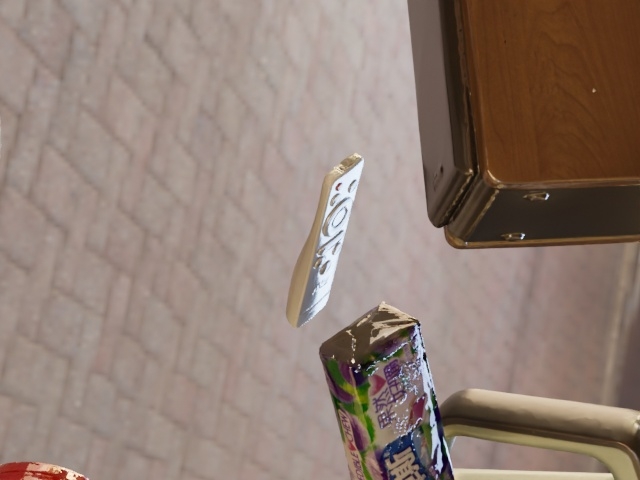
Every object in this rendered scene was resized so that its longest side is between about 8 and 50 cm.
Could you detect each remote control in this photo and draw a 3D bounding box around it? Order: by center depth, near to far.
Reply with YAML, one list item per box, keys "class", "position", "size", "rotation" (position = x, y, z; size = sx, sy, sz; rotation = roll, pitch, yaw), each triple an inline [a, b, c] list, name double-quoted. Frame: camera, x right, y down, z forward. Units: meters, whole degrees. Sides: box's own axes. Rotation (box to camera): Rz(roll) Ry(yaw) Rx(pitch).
- class: "remote control"
  position: [0.000, 0.000, 1.427]
  size: [0.050, 0.027, 0.184]
  rotation: [-40, 156, -40]

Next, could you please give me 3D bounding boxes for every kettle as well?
- class: "kettle"
  position: [0.206, 0.308, 1.718]
  size: [0.250, 0.377, 0.361]
  rotation: [-43, 119, -49]

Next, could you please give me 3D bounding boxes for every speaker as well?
- class: "speaker"
  position: [0.164, -0.126, 1.124]
  size: [0.153, 0.193, 0.230]
  rotation: [107, -21, -73]

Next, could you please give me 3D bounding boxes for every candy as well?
- class: "candy"
  position: [0.070, 0.200, 1.481]
  size: [0.088, 0.061, 0.312]
  rotation: [-37, 129, -32]

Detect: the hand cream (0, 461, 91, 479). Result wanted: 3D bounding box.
- class: "hand cream"
  position: [-0.294, 0.332, 1.710]
  size: [0.125, 0.193, 0.193]
  rotation: [-80, 168, -50]
